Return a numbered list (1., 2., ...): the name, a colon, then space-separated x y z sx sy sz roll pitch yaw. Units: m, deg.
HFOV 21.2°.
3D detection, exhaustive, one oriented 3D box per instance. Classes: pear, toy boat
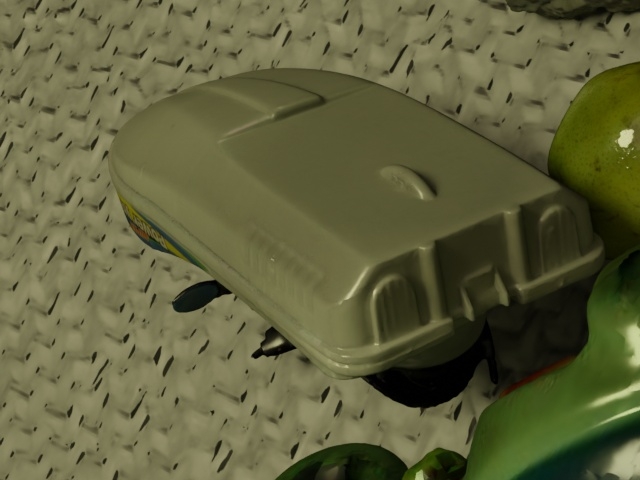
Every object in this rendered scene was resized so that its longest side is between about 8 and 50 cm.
1. pear: 0.137 -0.031 0.713 0.097 0.092 0.092 -45 49 10
2. toy boat: 0.002 -0.004 0.759 0.269 0.141 0.140 17 79 61

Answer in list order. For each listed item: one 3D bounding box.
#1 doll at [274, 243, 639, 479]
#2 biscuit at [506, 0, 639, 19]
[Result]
1. doll: 0.116 0.100 0.590 0.322 0.198 0.186 -33 81 26
2. biscuit: 0.192 -0.176 0.774 0.290 0.038 0.141 -3 66 36
